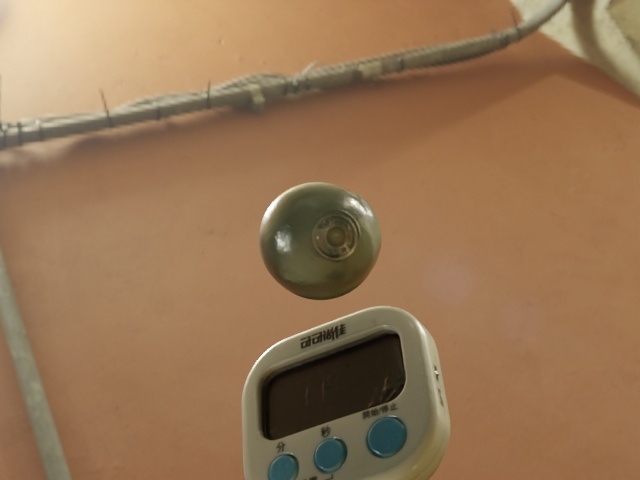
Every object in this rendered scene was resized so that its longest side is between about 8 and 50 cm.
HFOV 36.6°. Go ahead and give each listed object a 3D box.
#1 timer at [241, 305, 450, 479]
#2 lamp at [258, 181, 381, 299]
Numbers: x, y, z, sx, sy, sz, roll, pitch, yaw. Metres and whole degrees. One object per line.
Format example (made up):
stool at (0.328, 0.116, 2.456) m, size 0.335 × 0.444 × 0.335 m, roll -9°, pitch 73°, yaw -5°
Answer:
timer at (0.030, 0.210, 1.173) m, size 0.262 × 0.087 × 0.237 m, roll -22°, pitch -134°, yaw 19°
lamp at (0.000, 0.000, 0.833) m, size 0.105 × 0.105 × 0.105 m, roll 6°, pitch -132°, yaw -7°
